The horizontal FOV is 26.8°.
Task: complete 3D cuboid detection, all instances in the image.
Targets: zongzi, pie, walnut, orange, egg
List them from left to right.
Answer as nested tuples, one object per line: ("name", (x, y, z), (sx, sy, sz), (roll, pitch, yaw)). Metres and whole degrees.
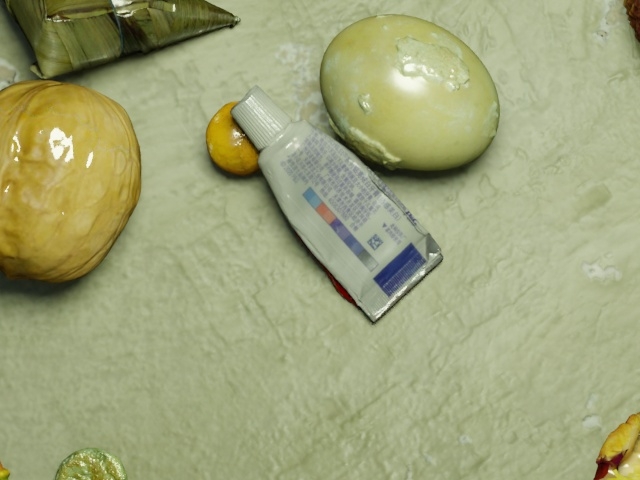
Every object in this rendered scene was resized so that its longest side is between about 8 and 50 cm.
("walnut", (-0.294, -0.062, 1.445), (0.195, 0.195, 0.221), (22, 88, 8))
("pie", (-0.253, 0.268, 1.485), (0.084, 0.021, 0.084), (-1, 85, 9))
("zongzi", (-0.242, -0.295, 1.521), (0.242, 0.112, 0.221), (-17, 55, -26))
("orange", (-0.087, -0.112, 1.483), (0.070, 0.083, 0.083), (12, 84, 40))
("egg", (0.094, -0.154, 1.429), (0.201, 0.164, 0.164), (27, 87, 2))

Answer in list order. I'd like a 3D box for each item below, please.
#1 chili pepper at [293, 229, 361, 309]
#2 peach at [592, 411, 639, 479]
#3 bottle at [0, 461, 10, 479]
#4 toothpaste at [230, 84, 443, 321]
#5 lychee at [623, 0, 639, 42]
("chili pepper", (0.000, 0.000, 1.486), (0.045, 0.027, 0.178), (-26, 85, 2))
("peach", (0.447, 0.277, 1.268), (0.353, 0.339, 0.416), (40, 88, -29))
("bottle", (-0.336, 0.326, 1.463), (0.069, 0.069, 0.187), (-24, 83, 3))
("toothpaste", (0.010, -0.050, 1.446), (0.099, 0.068, 0.282), (-35, 105, 24))
("lychee", (0.410, -0.256, 1.397), (0.194, 0.194, 0.194), (-1, 84, 6))
